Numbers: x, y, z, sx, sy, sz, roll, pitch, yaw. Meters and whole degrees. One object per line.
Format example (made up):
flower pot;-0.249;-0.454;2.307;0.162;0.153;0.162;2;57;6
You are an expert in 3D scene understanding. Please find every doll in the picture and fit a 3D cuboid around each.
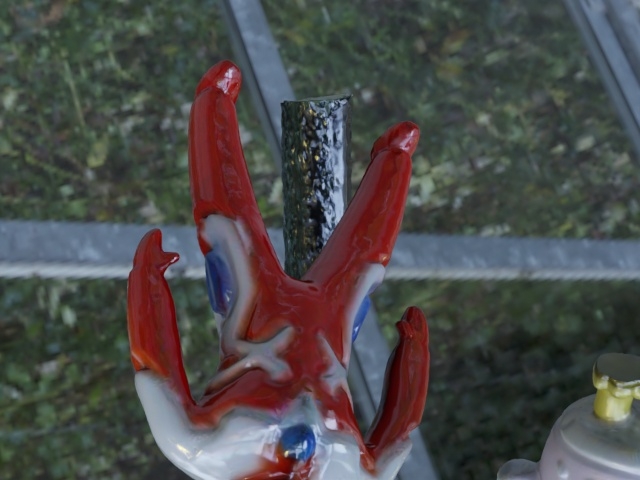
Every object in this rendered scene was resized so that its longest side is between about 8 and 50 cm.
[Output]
doll;0.154;0.153;0.698;0.129;0.207;0.081;10;-157;9
doll;-0.023;0.073;0.749;0.188;0.384;0.099;14;146;-17

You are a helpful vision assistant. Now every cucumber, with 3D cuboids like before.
cucumber;0.000;0.000;0.978;0.052;0.215;0.058;-7;-169;-31
